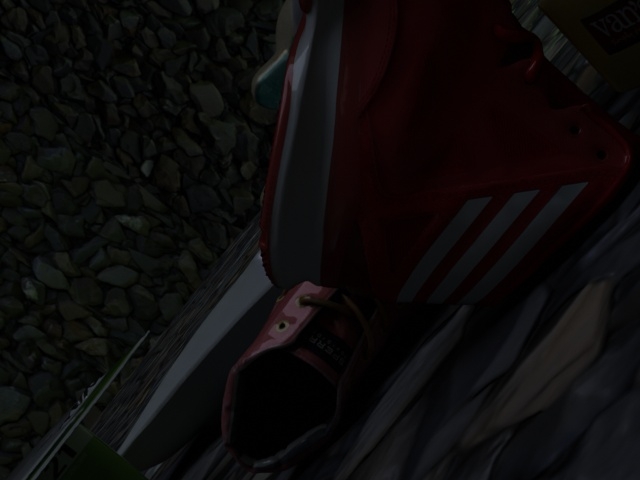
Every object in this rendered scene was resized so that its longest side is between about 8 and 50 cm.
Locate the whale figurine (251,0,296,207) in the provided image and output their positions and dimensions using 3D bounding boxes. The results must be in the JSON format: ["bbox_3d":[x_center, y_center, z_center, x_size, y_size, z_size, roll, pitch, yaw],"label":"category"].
[{"bbox_3d":[0.039,-0.124,1.203,0.216,0.141,0.272,-3,-55,-41],"label":"whale figurine"}]

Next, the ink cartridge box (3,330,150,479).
[{"bbox_3d":[-0.169,0.195,0.810,0.255,0.097,0.189,-43,8,46],"label":"ink cartridge box"}]

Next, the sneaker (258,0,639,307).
[{"bbox_3d":[0.057,-0.082,0.481,0.087,0.128,0.221,-64,-16,-76],"label":"sneaker"}]

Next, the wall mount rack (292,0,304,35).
[{"bbox_3d":[0.014,-0.238,0.601,0.130,0.304,0.350,10,66,42],"label":"wall mount rack"}]

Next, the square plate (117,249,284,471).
[{"bbox_3d":[0.000,0.000,1.009,0.347,0.049,0.344,-48,6,33],"label":"square plate"}]

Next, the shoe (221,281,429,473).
[{"bbox_3d":[0.017,0.027,0.583,0.178,0.063,0.081,-54,4,30],"label":"shoe"}]

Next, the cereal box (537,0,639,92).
[{"bbox_3d":[0.185,-0.160,0.402,0.240,0.047,0.173,-51,13,-24],"label":"cereal box"}]
